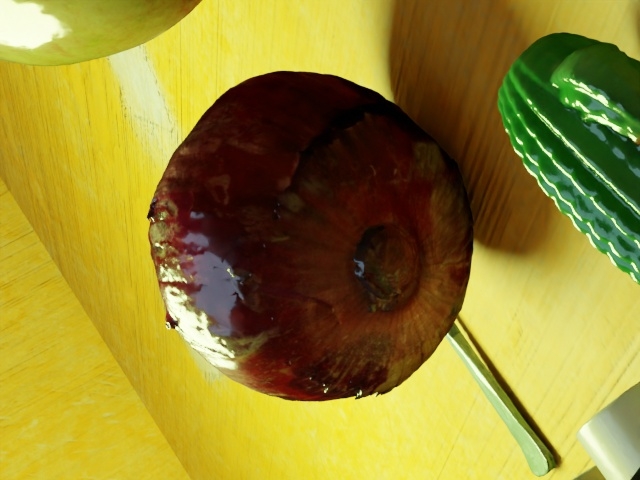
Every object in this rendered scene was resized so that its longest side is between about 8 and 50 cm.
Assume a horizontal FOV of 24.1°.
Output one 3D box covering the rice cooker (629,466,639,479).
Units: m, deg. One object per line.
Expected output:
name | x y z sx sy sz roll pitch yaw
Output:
rice cooker | 0.234 0.203 0.700 0.267 0.224 0.267 30 143 25

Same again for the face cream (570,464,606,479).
face cream | 0.247 0.334 1.081 0.163 0.080 0.336 -43 74 34

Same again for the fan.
fan | 0.133 0.108 1.229 0.193 0.016 0.038 56 159 12

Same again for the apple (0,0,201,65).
apple | -0.206 -0.280 1.098 0.319 0.319 0.277 39 152 50

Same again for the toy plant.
toy plant | 0.189 -0.011 0.785 0.240 0.088 0.154 48 173 -5

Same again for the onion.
onion | 0.000 0.000 1.079 0.190 0.246 0.246 8 126 56

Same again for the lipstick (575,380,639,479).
lipstick | 0.280 0.223 0.877 0.327 0.087 0.087 55 161 17
